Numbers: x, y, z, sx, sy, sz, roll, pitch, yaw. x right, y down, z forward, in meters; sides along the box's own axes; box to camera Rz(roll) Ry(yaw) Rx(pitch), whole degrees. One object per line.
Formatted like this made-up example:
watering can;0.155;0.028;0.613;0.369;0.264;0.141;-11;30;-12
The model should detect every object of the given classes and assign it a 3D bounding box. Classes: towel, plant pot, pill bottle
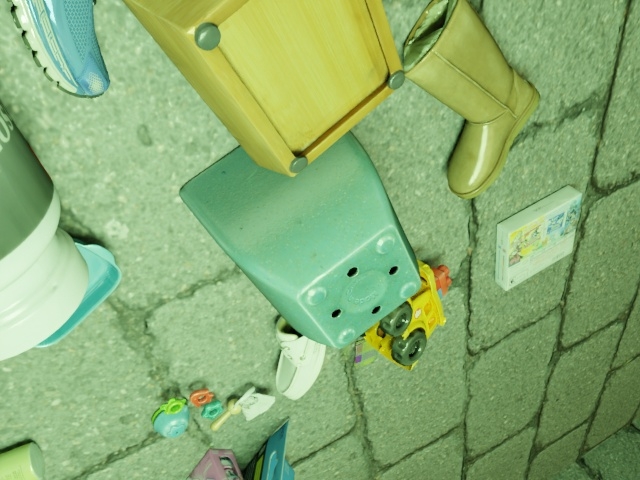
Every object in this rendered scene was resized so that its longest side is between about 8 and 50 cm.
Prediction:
towel;0.101;0.243;1.193;0.060;0.009;0.083;-19;132;-21
plant pot;0.000;0.000;0.765;0.248;0.252;0.247;-36;136;-3
pill bottle;-0.379;-0.060;0.499;0.210;0.210;0.363;-27;135;-13

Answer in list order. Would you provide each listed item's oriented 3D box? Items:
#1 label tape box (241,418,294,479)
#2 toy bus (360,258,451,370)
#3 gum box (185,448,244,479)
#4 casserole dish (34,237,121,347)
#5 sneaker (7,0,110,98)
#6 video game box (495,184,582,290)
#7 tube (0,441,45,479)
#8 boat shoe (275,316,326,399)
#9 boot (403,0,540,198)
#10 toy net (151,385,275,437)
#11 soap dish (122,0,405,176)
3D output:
label tape box;-0.132;0.583;1.128;0.115;0.249;0.348;35;104;-10
toy bus;0.161;0.104;1.042;0.211;0.149;0.220;-42;135;-17
gum box;-0.233;0.534;1.130;0.062;0.107;0.188;23;109;-42
casserole dish;-0.359;0.067;0.734;0.188;0.037;0.114;-43;135;2
sneaker;-0.216;-0.288;0.486;0.147;0.130;0.330;-11;128;-23
video game box;0.487;-0.003;1.229;0.205;0.048;0.187;-27;136;-14
tube;-0.561;0.386;0.841;0.240;0.062;0.070;-19;89;-13
boat shoe;-0.041;0.167;0.985;0.096;0.098;0.277;8;111;-34
boot;0.214;-0.214;0.863;0.269;0.089;0.236;22;99;-42
toy net;-0.194;0.305;1.026;0.232;0.045;0.122;-6;124;-32
soap dish;-0.033;-0.218;0.588;0.229;0.118;0.291;-40;147;-1
